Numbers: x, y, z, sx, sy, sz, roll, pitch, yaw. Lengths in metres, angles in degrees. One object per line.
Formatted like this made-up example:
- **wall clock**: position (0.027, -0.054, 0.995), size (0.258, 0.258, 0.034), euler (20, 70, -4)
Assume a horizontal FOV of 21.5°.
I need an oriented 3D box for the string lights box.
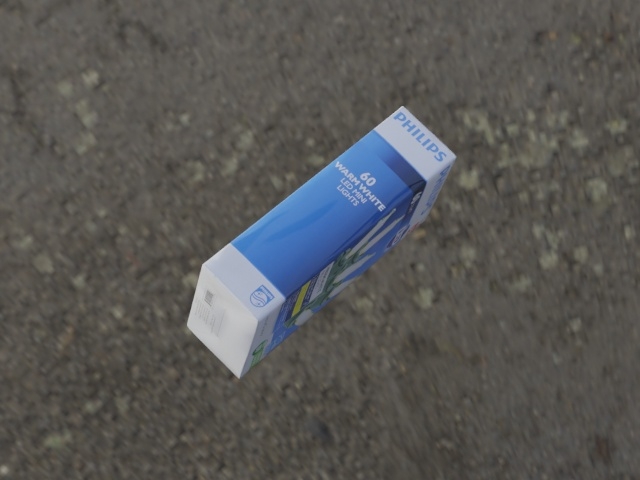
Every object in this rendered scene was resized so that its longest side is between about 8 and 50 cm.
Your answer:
- **string lights box**: position (0.000, 0.000, 1.563), size (0.259, 0.133, 0.077), euler (-39, 76, -25)
